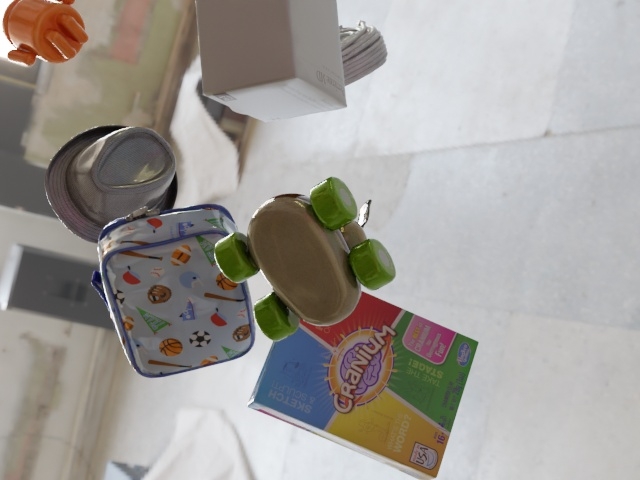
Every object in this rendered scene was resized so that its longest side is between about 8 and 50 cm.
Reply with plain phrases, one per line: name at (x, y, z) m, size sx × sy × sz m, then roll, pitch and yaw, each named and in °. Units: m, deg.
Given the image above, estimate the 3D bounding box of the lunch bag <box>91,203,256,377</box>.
lunch bag at (-0.239, 0.080, 1.653) m, size 0.115 × 0.243 × 0.303 m, roll -108°, pitch 7°, yaw -54°

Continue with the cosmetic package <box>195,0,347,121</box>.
cosmetic package at (-0.079, -0.387, 1.496) m, size 0.156 × 0.217 × 0.385 m, roll -9°, pitch 84°, yaw 21°

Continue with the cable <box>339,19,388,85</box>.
cable at (0.015, -0.373, 2.114) m, size 0.257 × 0.257 × 0.089 m, roll -126°, pitch 13°, yaw -70°

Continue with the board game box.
board game box at (0.072, 0.215, 1.624) m, size 0.064 × 0.316 × 0.242 m, roll 128°, pitch 164°, yaw -67°

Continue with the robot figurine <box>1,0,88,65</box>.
robot figurine at (-0.573, -0.441, 2.087) m, size 0.219 × 0.128 × 0.158 m, roll 24°, pitch 112°, yaw 38°

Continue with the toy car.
toy car at (0.000, 0.000, 1.114) m, size 0.155 × 0.149 × 0.188 m, roll -29°, pitch 9°, yaw 22°

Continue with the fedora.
fedora at (-0.391, -0.131, 1.989) m, size 0.244 × 0.275 × 0.124 m, roll 61°, pitch 144°, yaw 4°
